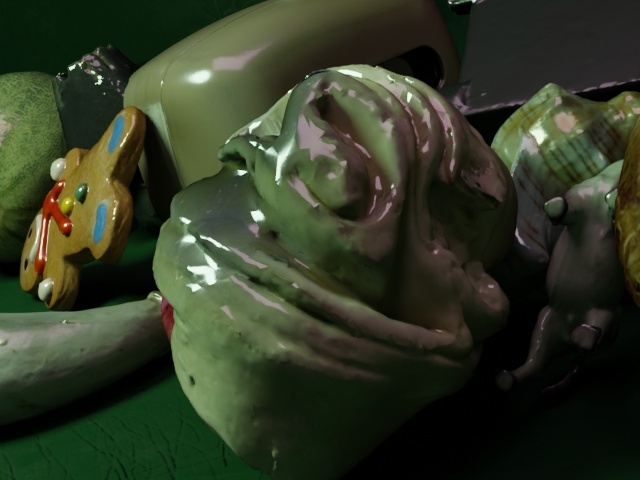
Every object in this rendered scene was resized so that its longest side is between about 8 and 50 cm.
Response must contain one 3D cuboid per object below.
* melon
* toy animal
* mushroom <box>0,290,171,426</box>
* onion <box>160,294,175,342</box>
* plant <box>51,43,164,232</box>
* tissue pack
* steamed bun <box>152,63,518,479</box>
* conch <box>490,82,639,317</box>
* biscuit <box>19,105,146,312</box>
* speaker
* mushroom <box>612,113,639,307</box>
[{"bbox_3d":[-0.414,-0.102,1.781,0.248,0.248,0.329,-14,24,10],"label":"melon"},{"bbox_3d":[0.205,0.012,0.939,0.073,0.217,0.176,20,8,27],"label":"toy animal"},{"bbox_3d":[-0.251,0.112,1.216,0.270,0.103,0.118,-9,21,-10],"label":"mushroom"},{"bbox_3d":[-0.077,0.085,1.124,0.150,0.140,0.150,18,37,-14],"label":"onion"},{"bbox_3d":[-0.243,-0.126,1.678,0.164,0.256,0.142,-35,4,21],"label":"plant"},{"bbox_3d":[-0.012,-0.154,1.513,0.387,0.267,0.277,-27,16,-34],"label":"tissue pack"},{"bbox_3d":[0.000,0.000,0.934,0.275,0.206,0.320,-27,38,19],"label":"steamed bun"},{"bbox_3d":[0.173,-0.003,1.086,0.386,0.169,0.203,-46,-10,14],"label":"conch"},{"bbox_3d":[-0.291,-0.019,1.496,0.049,0.205,0.324,15,-22,-26],"label":"biscuit"},{"bbox_3d":[0.264,-0.155,1.297,0.254,0.184,0.232,-10,45,26],"label":"speaker"},{"bbox_3d":[0.295,0.001,0.805,0.153,0.253,0.253,-45,-5,40],"label":"mushroom"}]
